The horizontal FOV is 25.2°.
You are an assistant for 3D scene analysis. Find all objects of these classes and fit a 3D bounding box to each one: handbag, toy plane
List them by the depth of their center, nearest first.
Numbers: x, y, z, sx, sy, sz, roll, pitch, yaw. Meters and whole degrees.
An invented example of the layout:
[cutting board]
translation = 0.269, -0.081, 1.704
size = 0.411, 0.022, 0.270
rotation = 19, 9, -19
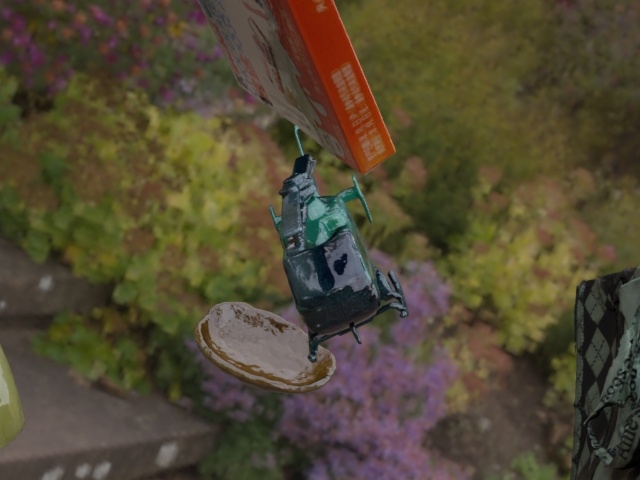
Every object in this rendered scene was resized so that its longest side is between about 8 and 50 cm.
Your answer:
[toy plane]
translation = 0.000, 0.000, 0.816
size = 0.096, 0.060, 0.235
rotation = 62, 6, -14
[handbag]
translation = 0.383, 0.126, 1.475
size = 0.180, 0.316, 0.416
rotation = 6, -16, -4

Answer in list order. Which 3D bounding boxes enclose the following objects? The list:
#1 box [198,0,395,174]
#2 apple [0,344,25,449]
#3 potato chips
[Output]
[box]
translation = -0.055, -0.220, 1.355
size = 0.265, 0.048, 0.273
rotation = 40, -19, 51
[apple]
translation = -0.393, 0.127, 1.107
size = 0.258, 0.295, 0.233
rotation = -16, 72, -37
[potato chips]
translation = -0.076, 0.152, 1.883
size = 0.202, 0.049, 0.150
rotation = 19, 35, 20
